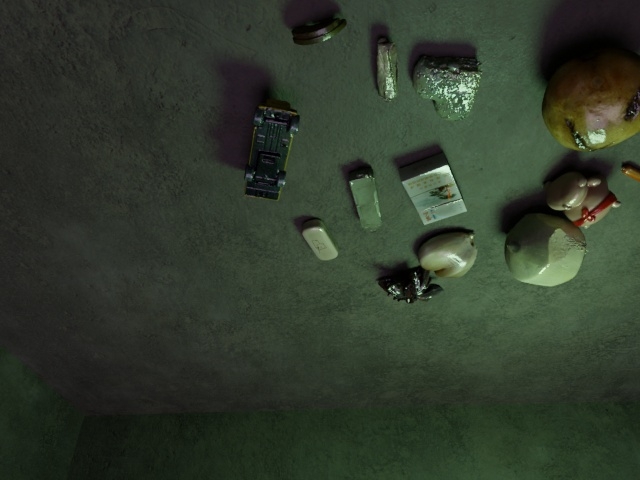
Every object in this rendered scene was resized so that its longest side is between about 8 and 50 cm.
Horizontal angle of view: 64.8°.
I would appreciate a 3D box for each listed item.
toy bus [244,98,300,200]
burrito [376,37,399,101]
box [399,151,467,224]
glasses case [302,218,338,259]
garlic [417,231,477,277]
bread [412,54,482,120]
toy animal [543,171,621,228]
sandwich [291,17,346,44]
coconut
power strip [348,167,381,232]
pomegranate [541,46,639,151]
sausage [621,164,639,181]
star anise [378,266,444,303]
[{"bbox_3d":[-0.143,-0.258,1.431,0.121,0.123,0.336,9,140,-9],"label":"toy bus"},{"bbox_3d":[0.172,-0.428,1.288,0.058,0.045,0.188,17,148,20],"label":"burrito"},{"bbox_3d":[0.360,-0.158,1.600,0.149,0.067,0.233,-18,138,21],"label":"box"},{"bbox_3d":[0.000,0.000,1.806,0.083,0.050,0.196,-14,139,19],"label":"glasses case"},{"bbox_3d":[0.471,0.062,1.844,0.217,0.110,0.228,17,138,-14],"label":"garlic"},{"bbox_3d":[0.346,-0.399,1.308,0.172,0.064,0.232,-27,135,32],"label":"bread"},{"bbox_3d":[0.818,-0.131,1.576,0.197,0.171,0.171,26,135,-18],"label":"toy animal"},{"bbox_3d":[-0.005,-0.494,1.186,0.135,0.067,0.029,-13,135,14],"label":"sandwich"},{"bbox_3d":[0.745,0.026,1.698,0.247,0.245,0.245,11,140,-25],"label":"coconut"},{"bbox_3d":[0.154,-0.127,1.653,0.080,0.048,0.286,-7,141,12],"label":"power strip"},{"bbox_3d":[0.688,-0.345,1.248,0.260,0.261,0.260,0,141,0],"label":"pomegranate"},{"bbox_3d":[0.975,-0.209,1.570,0.107,0.031,0.031,18,137,-20],"label":"sausage"},{"bbox_3d":[0.360,0.188,1.990,0.282,0.129,0.212,19,144,-34],"label":"star anise"}]
